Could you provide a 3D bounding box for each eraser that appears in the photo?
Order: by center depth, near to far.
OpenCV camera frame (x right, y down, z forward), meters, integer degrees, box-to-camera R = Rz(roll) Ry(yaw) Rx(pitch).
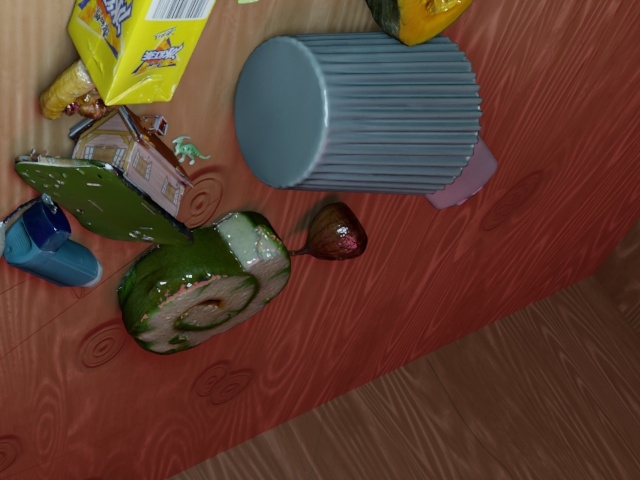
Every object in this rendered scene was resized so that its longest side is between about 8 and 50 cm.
[{"bbox_3d":[0.290,-0.176,2.372,0.189,0.104,0.290,-32,157,11],"label":"eraser"}]

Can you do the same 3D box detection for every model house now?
[{"bbox_3d":[-0.328,-0.119,1.685,0.207,0.154,0.294,6,159,23],"label":"model house"}]

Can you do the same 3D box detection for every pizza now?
[{"bbox_3d":[-0.307,-0.218,1.516,0.194,0.069,0.154,-17,171,-42],"label":"pizza"}]

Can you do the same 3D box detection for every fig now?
[{"bbox_3d":[0.000,0.000,2.334,0.201,0.134,0.146,-22,147,-3],"label":"fig"}]

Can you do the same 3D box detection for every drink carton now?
[{"bbox_3d":[-0.205,-0.346,1.315,0.111,0.155,0.351,-10,149,-37],"label":"drink carton"}]

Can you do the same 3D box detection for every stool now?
[{"bbox_3d":[0.057,-0.215,1.765,0.330,0.297,0.297,-6,146,-40],"label":"stool"}]

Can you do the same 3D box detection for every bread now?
[{"bbox_3d":[-0.235,0.091,2.193,0.382,0.129,0.366,-44,155,23],"label":"bread"}]

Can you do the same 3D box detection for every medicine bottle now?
[{"bbox_3d":[-0.455,0.019,1.826,0.124,0.079,0.258,-35,158,3],"label":"medicine bottle"}]

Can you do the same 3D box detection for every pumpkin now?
[{"bbox_3d":[0.136,-0.430,1.626,0.221,0.139,0.317,-33,160,-8],"label":"pumpkin"}]

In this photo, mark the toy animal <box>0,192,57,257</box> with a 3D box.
[{"bbox_3d":[-0.520,-0.006,1.690,0.253,0.079,0.070,-38,179,16],"label":"toy animal"}]

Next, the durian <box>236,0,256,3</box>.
[{"bbox_3d":[0.015,-0.459,1.357,0.355,0.169,0.157,-39,155,19],"label":"durian"}]

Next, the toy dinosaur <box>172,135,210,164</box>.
[{"bbox_3d":[-0.230,-0.162,1.831,0.083,0.021,0.062,-18,141,-29],"label":"toy dinosaur"}]
